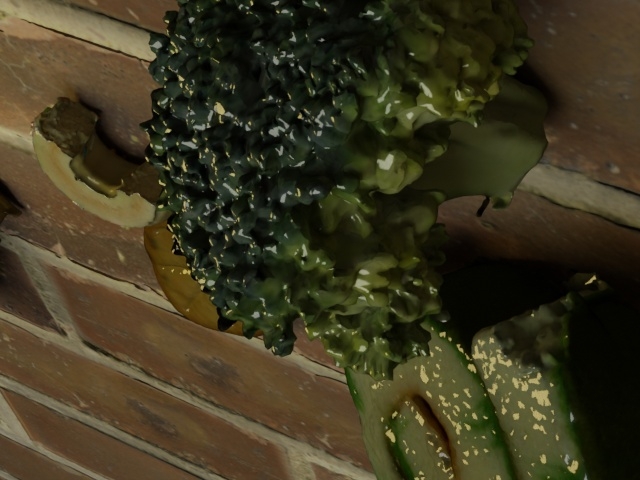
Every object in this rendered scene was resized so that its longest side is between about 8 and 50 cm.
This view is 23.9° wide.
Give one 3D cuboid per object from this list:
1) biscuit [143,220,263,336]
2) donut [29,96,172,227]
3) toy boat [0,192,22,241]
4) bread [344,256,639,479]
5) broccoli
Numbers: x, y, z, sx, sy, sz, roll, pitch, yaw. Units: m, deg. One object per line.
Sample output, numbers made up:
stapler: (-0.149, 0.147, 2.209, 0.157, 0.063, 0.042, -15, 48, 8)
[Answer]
biscuit: (-0.113, 0.036, 1.629, 0.203, 0.041, 0.260, 35, 151, -4)
donut: (-0.218, -0.072, 1.539, 0.166, 0.065, 0.108, 32, 153, 0)
toy boat: (-0.462, -0.078, 1.792, 0.226, 0.068, 0.088, 37, 161, -8)
bread: (0.160, 0.175, 1.288, 0.366, 0.129, 0.382, 57, 147, 31)
broccoli: (0.029, -0.098, 1.084, 0.281, 0.348, 0.293, 14, -152, -31)
